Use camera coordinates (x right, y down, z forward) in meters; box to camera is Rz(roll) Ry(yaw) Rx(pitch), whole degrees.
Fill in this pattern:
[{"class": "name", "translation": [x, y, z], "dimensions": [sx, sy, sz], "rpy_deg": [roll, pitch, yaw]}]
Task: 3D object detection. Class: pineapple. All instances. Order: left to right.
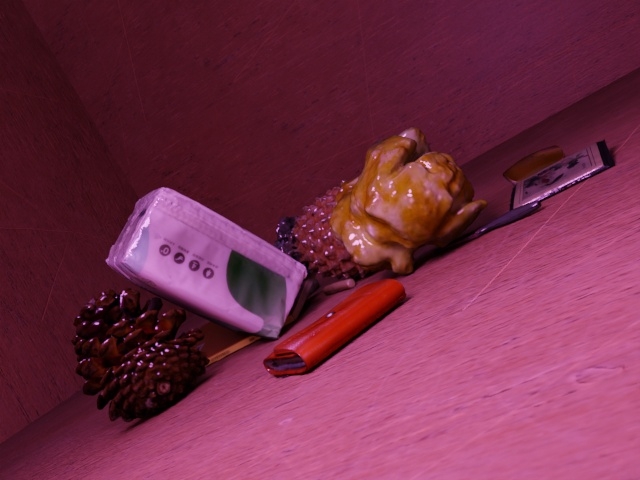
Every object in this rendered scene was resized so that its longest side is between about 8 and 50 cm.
[{"class": "pineapple", "translation": [-0.001, -0.002, 1.530], "dimensions": [0.357, 0.223, 0.223], "rpy_deg": [-18, 10, 41]}]

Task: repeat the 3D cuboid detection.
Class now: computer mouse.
[{"class": "computer mouse", "translation": [0.464, -0.159, 1.440], "dimensions": [0.125, 0.056, 0.245], "rpy_deg": [-29, 2, 15]}]

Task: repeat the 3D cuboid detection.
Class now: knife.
[{"class": "knife", "translation": [0.284, -0.017, 1.159], "dimensions": [0.035, 0.018, 0.247], "rpy_deg": [-40, 5, -42]}]

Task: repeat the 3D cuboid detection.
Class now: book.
[{"class": "book", "translation": [-0.186, 0.202, 1.600], "dimensions": [0.373, 0.028, 0.262], "rpy_deg": [-28, 13, 20]}]

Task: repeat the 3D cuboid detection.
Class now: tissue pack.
[{"class": "tissue pack", "translation": [-0.240, 0.056, 1.385], "dimensions": [0.266, 0.356, 0.194], "rpy_deg": [-6, 56, 64]}]

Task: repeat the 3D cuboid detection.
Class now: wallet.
[{"class": "wallet", "translation": [0.018, 0.129, 0.987], "dimensions": [0.204, 0.045, 0.142], "rpy_deg": [-32, 3, -30]}]

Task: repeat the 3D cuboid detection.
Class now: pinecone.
[{"class": "pinecone", "translation": [-0.369, 0.205, 1.302], "dimensions": [0.246, 0.292, 0.246], "rpy_deg": [-32, -38, -29]}]

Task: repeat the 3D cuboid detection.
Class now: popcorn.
[{"class": "popcorn", "translation": [0.143, -0.062, 1.200], "dimensions": [0.276, 0.226, 0.276], "rpy_deg": [-24, -31, -16]}]

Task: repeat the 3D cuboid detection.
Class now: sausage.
[{"class": "sausage", "translation": [0.037, 0.104, 1.475], "dimensions": [0.024, 0.024, 0.132], "rpy_deg": [-32, 4, -28]}]

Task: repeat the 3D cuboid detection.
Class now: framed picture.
[{"class": "framed picture", "translation": [0.436, -0.119, 1.216], "dimensions": [0.199, 0.010, 0.195], "rpy_deg": [-29, 10, 26]}]

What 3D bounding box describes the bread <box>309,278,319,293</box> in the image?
[{"class": "bread", "translation": [-0.122, 0.170, 1.793], "dimensions": [0.266, 0.041, 0.267], "rpy_deg": [-30, 3, 2]}]
